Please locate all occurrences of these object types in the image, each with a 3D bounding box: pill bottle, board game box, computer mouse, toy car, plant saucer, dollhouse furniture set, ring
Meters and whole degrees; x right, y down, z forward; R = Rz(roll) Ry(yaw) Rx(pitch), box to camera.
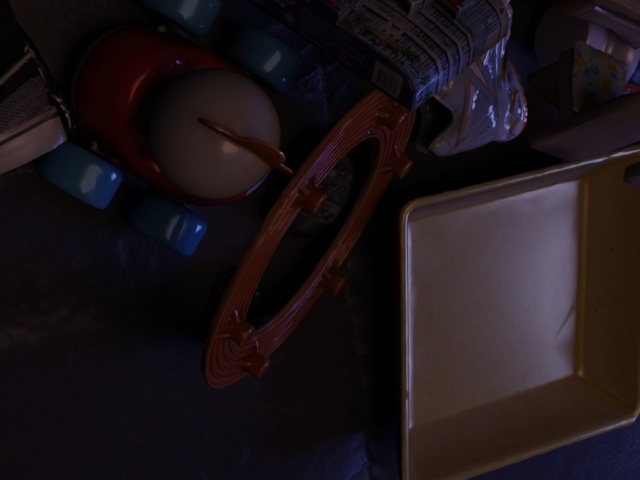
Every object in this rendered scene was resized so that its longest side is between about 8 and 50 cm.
[{"bbox_3d":[0.320,-0.191,1.951,0.193,0.108,0.108,13,100,-36],"label":"pill bottle"},{"bbox_3d":[0.070,-0.232,1.681,0.194,0.194,0.060,-41,157,-34],"label":"board game box"},{"bbox_3d":[-0.043,0.000,1.828,0.071,0.041,0.242,29,97,-29],"label":"computer mouse"},{"bbox_3d":[-0.091,-0.090,1.629,0.210,0.238,0.219,32,89,-38],"label":"toy car"},{"bbox_3d":[0.201,0.072,1.987,0.333,0.081,0.333,-14,115,-30],"label":"plant saucer"},{"bbox_3d":[0.420,-0.243,1.806,0.394,0.256,0.362,18,65,-35],"label":"dollhouse furniture set"},{"bbox_3d":[0.000,0.000,1.726,0.336,0.032,0.336,-52,167,-17],"label":"ring"}]

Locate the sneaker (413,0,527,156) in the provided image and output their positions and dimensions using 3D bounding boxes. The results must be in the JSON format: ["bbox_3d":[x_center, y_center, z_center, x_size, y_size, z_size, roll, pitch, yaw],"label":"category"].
[{"bbox_3d":[0.122,-0.195,1.827,0.121,0.099,0.262,-26,119,-19],"label":"sneaker"}]

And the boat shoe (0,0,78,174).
[{"bbox_3d":[-0.373,-0.092,1.525,0.340,0.127,0.158,-33,116,-29],"label":"boat shoe"}]
